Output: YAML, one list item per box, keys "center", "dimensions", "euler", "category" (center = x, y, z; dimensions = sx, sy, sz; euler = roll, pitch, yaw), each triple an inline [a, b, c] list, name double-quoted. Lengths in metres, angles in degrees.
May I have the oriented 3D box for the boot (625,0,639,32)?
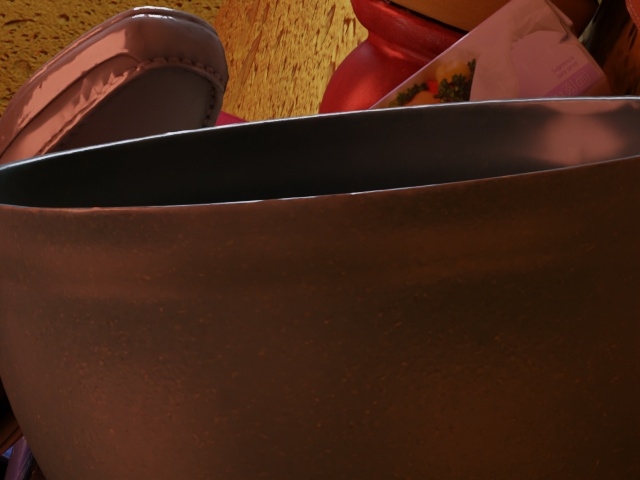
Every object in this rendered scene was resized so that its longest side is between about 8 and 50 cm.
- center: [0.173, -0.131, 0.728]
  dimensions: [0.152, 0.073, 0.197]
  euler: [-62, 2, 31]
  category: "boot"

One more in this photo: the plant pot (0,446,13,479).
- center: [-0.233, 0.271, 1.580]
  dimensions: [0.236, 0.236, 0.212]
  euler: [-54, 12, 53]
  category: "plant pot"

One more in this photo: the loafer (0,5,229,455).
- center: [-0.141, 0.014, 0.962]
  dimensions: [0.319, 0.112, 0.111]
  euler: [-53, 41, 33]
  category: "loafer"

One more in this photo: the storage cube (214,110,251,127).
- center: [-0.027, 0.053, 1.063]
  dimensions: [0.193, 0.184, 0.215]
  euler: [-105, 37, -71]
  category: "storage cube"

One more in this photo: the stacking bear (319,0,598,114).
- center: [0.082, -0.151, 0.984]
  dimensions: [0.164, 0.175, 0.289]
  euler: [-127, 54, -67]
  category: "stacking bear"

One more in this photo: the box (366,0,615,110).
- center: [0.000, 0.000, 0.902]
  dimensions: [0.324, 0.063, 0.067]
  euler: [-37, -18, 7]
  category: "box"

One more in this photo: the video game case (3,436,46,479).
- center: [-0.158, 0.059, 1.147]
  dimensions: [0.196, 0.026, 0.274]
  euler: [125, 158, -57]
  category: "video game case"

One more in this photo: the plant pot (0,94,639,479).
- center: [0.023, 0.059, 0.678]
  dimensions: [0.293, 0.293, 0.196]
  euler: [-138, 41, -78]
  category: "plant pot"
